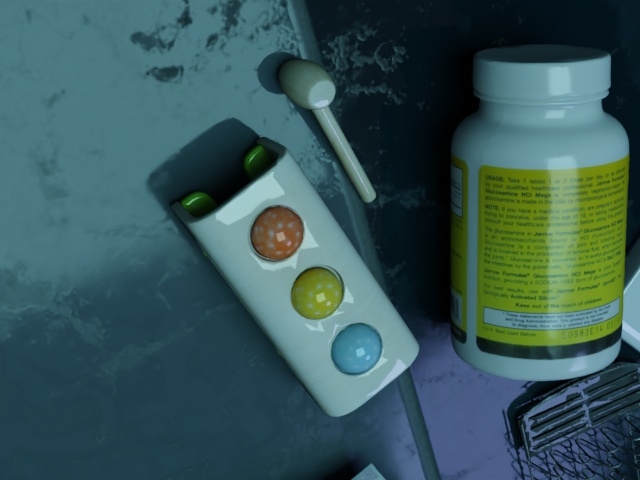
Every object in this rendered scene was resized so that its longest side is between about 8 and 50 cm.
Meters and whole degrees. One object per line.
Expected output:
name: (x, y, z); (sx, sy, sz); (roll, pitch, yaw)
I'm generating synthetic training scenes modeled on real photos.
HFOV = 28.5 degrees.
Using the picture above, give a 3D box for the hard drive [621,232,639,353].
hard drive: (0.502, 0.086, 1.572); (0.318, 0.040, 0.210); (34, 91, -26)

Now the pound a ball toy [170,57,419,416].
pound a ball toy: (0.000, 0.000, 1.297); (0.208, 0.136, 0.319); (-37, 115, -8)

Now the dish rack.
dish rack: (0.356, 0.291, 1.555); (0.208, 0.074, 0.272); (-22, 112, -15)

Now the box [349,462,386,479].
box: (0.013, 0.404, 1.349); (0.293, 0.057, 0.201); (-33, 72, -31)

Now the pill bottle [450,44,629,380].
pill bottle: (0.233, -0.034, 1.350); (0.187, 0.188, 0.334); (-8, 108, -19)
